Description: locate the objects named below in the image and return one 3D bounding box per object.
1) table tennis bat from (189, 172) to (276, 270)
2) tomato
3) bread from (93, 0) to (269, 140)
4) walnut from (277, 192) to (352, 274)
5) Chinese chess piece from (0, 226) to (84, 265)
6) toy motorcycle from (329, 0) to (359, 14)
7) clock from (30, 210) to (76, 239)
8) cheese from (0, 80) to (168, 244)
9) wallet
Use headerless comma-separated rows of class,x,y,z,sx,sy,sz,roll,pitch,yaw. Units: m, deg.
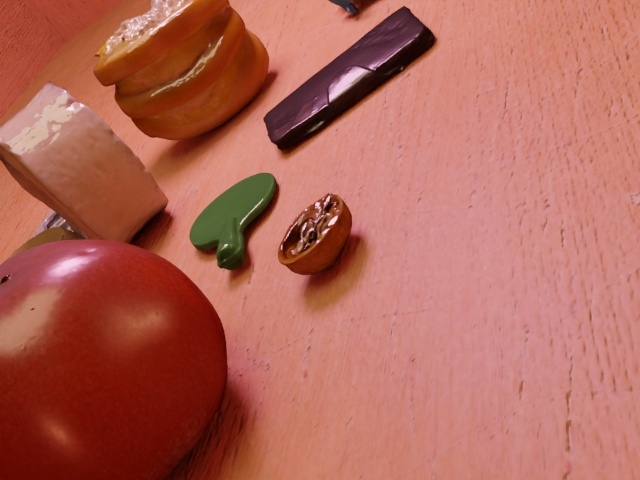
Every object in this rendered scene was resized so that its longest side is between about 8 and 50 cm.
table tennis bat,-0.129,-0.027,1.214,0.160,0.039,0.257,-34,23,11
tomato,-0.266,0.133,0.888,0.341,0.273,0.341,-30,29,19
bread,-0.270,-0.339,1.601,0.315,0.270,0.211,-29,14,5
walnut,0.000,0.000,0.990,0.091,0.052,0.121,-14,35,43
Chinese chess piece,-0.497,0.091,1.432,0.250,0.097,0.251,-31,29,20
toy motorcycle,0.104,-0.534,1.580,0.272,0.124,0.182,-24,21,29
clock,-0.522,-0.037,1.697,0.244,0.056,0.244,-30,30,19
cheese,-0.427,-0.114,1.454,0.153,0.292,0.332,-47,16,-14
wallet,0.038,-0.266,1.348,0.309,0.042,0.165,-35,26,10
